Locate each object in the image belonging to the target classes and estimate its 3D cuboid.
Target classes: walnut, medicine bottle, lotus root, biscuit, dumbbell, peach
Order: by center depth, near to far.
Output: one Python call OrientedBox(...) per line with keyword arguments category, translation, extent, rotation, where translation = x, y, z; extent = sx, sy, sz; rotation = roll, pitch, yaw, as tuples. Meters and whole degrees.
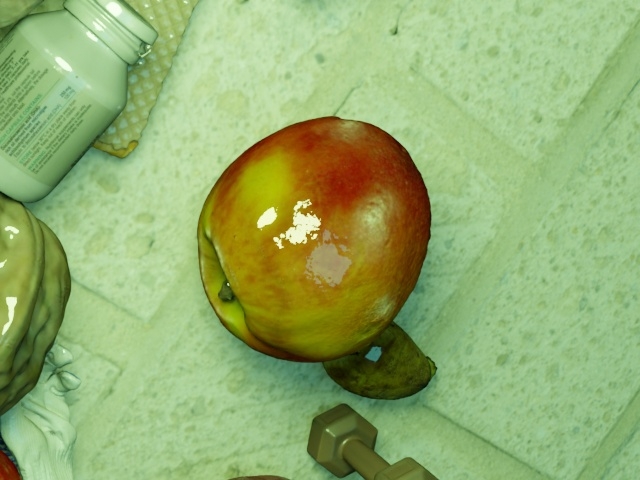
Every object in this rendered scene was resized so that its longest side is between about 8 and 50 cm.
OrientedBox(category="medicine bottle", translation=(-0.264, -0.155, 1.401), extent=(0.215, 0.135, 0.135), rotation=(-48, 123, 5))
OrientedBox(category="walnut", translation=(-0.377, 0.054, 1.404), extent=(0.273, 0.227, 0.273), rotation=(13, 66, -30))
OrientedBox(category="biscuit", translation=(-0.172, -0.272, 1.498), extent=(0.094, 0.054, 0.379), rotation=(20, 98, -32))
OrientedBox(category="peach", translation=(0.000, 0.000, 1.582), extent=(0.280, 0.238, 0.281), rotation=(1, 89, -22))
OrientedBox(category="dumbbell", translation=(0.065, 0.278, 1.720), extent=(0.092, 0.231, 0.082), rotation=(-26, 116, -17))
OrientedBox(category="lotus root", translation=(0.084, 0.154, 1.771), extent=(0.108, 0.094, 0.190), rotation=(-36, 134, 28))

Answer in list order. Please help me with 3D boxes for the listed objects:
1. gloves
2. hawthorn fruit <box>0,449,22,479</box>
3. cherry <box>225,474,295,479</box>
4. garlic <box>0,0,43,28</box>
OrientedBox(category="gloves", translation=(-0.320, 0.196, 1.564), extent=(0.119, 0.097, 0.229), rotation=(-30, 127, -61))
OrientedBox(category="hawthorn fruit", translation=(-0.422, 0.325, 1.462), extent=(0.284, 0.284, 0.284), rotation=(-10, 112, -24))
OrientedBox(category="cherry", translation=(-0.102, 0.420, 1.699), extent=(0.307, 0.221, 0.261), rotation=(-53, 126, -23))
OrientedBox(category="garlic", translation=(-0.337, -0.345, 1.299), extent=(0.322, 0.241, 0.322), rotation=(-29, 138, -30))
